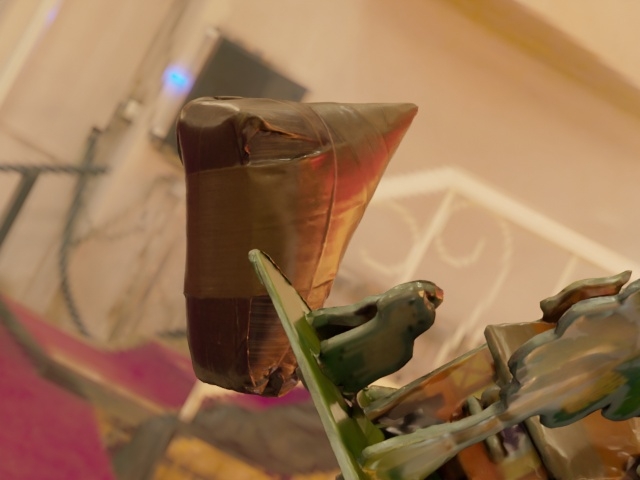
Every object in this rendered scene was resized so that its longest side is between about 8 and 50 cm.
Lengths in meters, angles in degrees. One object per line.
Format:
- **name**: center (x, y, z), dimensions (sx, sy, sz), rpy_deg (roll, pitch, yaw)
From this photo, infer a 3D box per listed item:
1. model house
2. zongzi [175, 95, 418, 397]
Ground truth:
- **model house**: center (0.162, 0.089, 1.159), dimensions (0.242, 0.313, 0.358), rpy_deg (62, 4, 37)
- **zongzi**: center (0.000, 0.000, 1.826), dimensions (0.317, 0.289, 0.154), rpy_deg (-5, 9, -43)
